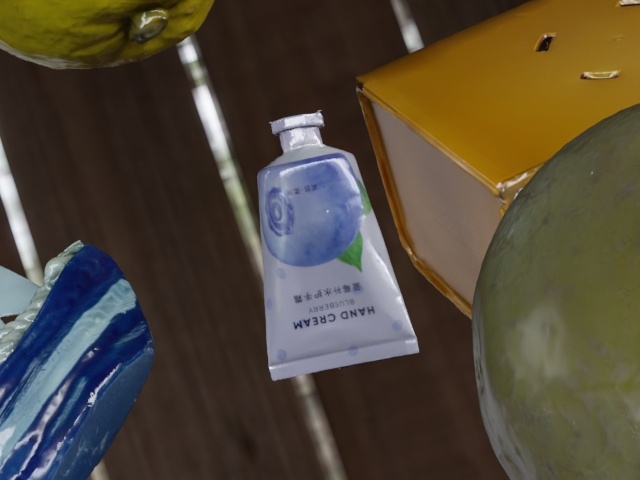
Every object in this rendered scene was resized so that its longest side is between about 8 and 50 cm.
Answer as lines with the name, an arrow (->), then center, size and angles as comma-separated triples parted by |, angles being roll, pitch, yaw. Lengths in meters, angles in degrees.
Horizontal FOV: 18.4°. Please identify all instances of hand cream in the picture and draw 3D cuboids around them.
hand cream -> 0.000, 0.000, 1.082 | 0.084, 0.142, 0.053 | -12, -6, 12

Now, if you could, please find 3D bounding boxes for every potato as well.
potato -> 0.149, 0.029, 0.669 | 0.235, 0.178, 0.160 | -22, -14, 40

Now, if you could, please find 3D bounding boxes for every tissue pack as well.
tissue pack -> 0.194, -0.062, 1.195 | 0.274, 0.145, 0.194 | -25, 29, -13

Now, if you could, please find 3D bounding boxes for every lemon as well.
lemon -> -0.130, -0.182, 0.955 | 0.170, 0.207, 0.170 | -29, -1, -1

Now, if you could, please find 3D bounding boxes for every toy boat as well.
toy boat -> -0.243, 0.052, 1.104 | 0.220, 0.291, 0.067 | -55, -24, -40
